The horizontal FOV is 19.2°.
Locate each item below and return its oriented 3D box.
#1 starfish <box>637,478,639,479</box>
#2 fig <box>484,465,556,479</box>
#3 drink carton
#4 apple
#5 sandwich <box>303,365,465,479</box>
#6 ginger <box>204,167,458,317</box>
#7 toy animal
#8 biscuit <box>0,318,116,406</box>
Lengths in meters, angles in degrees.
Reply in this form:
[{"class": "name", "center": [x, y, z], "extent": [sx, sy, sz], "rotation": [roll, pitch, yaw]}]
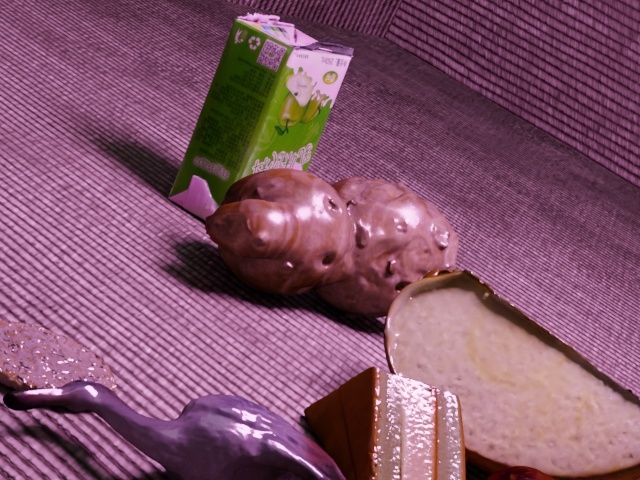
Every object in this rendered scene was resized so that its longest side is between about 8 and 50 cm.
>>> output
[{"class": "starfish", "center": [0.367, 0.250, 2.194], "extent": [0.190, 0.074, 0.146], "rotation": [29, 16, 14]}, {"class": "fig", "center": [0.218, 0.277, 1.802], "extent": [0.155, 0.103, 0.109], "rotation": [18, 42, -16]}, {"class": "drink carton", "center": [-0.077, -0.152, 2.472], "extent": [0.108, 0.271, 0.161], "rotation": [28, 16, 28]}, {"class": "apple", "center": [0.219, 0.166, 2.043], "extent": [0.346, 0.179, 0.254], "rotation": [35, 33, 23]}, {"class": "sandwich", "center": [0.061, 0.234, 1.866], "extent": [0.117, 0.144, 0.187], "rotation": [19, 52, -22]}, {"class": "ginger", "center": [0.000, 0.000, 2.302], "extent": [0.256, 0.176, 0.375], "rotation": [14, 5, 43]}, {"class": "toy animal", "center": [-0.093, 0.181, 1.639], "extent": [0.324, 0.090, 0.195], "rotation": [30, 15, 9]}, {"class": "biscuit", "center": [-0.256, 0.114, 1.744], "extent": [0.152, 0.020, 0.152], "rotation": [23, 16, -7]}]
